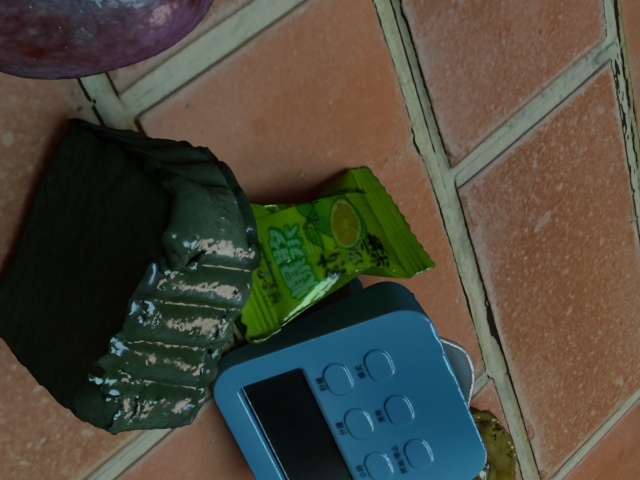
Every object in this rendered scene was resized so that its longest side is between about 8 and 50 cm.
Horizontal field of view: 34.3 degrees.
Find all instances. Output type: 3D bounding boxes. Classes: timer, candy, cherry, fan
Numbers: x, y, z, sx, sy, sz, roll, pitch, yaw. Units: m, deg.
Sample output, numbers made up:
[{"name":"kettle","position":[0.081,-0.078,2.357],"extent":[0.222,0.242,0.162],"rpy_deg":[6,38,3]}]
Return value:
[{"name":"timer","position":[0.029,0.193,1.128],"extent":[0.250,0.091,0.232],"rpy_deg":[-25,110,1]},{"name":"candy","position":[0.000,0.000,1.076],"extent":[0.246,0.069,0.149],"rpy_deg":[-19,80,-38]},{"name":"cherry","position":[-0.186,-0.212,0.764],"extent":[0.250,0.175,0.192],"rpy_deg":[-40,122,-18]},{"name":"fan","position":[-0.010,0.072,1.178],"extent":[0.175,0.005,0.113],"rpy_deg":[36,85,-47]}]

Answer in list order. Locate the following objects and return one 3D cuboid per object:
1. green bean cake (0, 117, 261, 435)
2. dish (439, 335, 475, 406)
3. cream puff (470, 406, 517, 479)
[{"name":"green bean cake","position":[-0.161,0.024,0.868],"extent":[0.125,0.222,0.227],"rpy_deg":[7,109,-43]},{"name":"dish","position":[0.066,0.179,1.219],"extent":[0.229,0.081,0.229],"rpy_deg":[-3,107,-10]},{"name":"cream puff","position":[0.190,0.312,1.389],"extent":[0.189,0.129,0.189],"rpy_deg":[-21,122,-37]}]
